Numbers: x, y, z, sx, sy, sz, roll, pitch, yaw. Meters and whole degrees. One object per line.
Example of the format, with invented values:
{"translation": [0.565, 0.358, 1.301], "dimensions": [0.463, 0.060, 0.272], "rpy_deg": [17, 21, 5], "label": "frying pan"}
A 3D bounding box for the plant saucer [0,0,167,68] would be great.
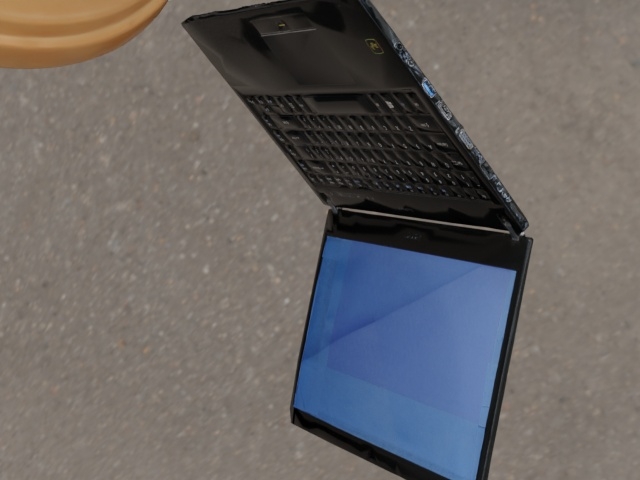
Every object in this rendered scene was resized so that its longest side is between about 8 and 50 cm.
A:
{"translation": [-0.131, -0.161, 0.472], "dimensions": [0.200, 0.037, 0.200], "rpy_deg": [18, 59, -31], "label": "plant saucer"}

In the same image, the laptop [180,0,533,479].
{"translation": [0.000, 0.000, 0.745], "dimensions": [0.136, 0.234, 0.264], "rpy_deg": [-46, 114, -17], "label": "laptop"}
